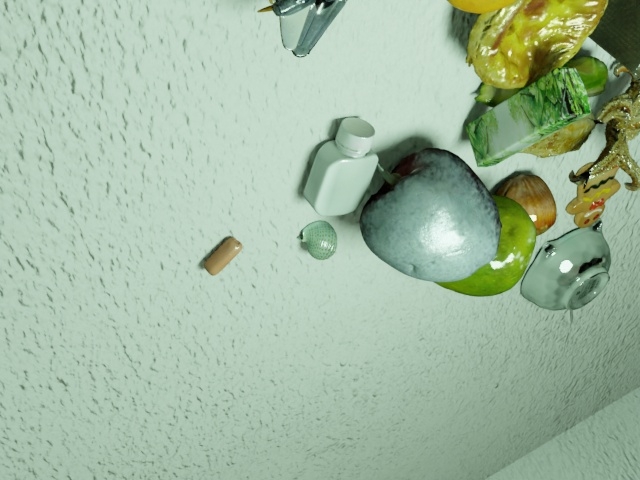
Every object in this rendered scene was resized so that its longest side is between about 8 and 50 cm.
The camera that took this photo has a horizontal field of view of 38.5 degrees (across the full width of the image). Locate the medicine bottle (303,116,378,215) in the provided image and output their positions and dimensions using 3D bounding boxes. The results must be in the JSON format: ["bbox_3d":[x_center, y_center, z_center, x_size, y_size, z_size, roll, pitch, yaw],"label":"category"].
[{"bbox_3d":[0.043,-0.134,1.686,0.119,0.069,0.183,-10,138,-32],"label":"medicine bottle"}]

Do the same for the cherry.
[{"bbox_3d":[0.209,-0.049,1.766,0.255,0.296,0.218,-53,-173,-32],"label":"cherry"}]

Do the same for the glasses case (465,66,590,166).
[{"bbox_3d":[0.387,-0.228,1.732,0.062,0.095,0.272,-7,169,-31],"label":"glasses case"}]

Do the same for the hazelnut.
[{"bbox_3d":[0.459,-0.076,2.082,0.150,0.150,0.150,-24,143,-19],"label":"hazelnut"}]

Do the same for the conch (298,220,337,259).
[{"bbox_3d":[0.003,0.002,1.823,0.085,0.057,0.076,19,104,-51],"label":"conch"}]

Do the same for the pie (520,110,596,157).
[{"bbox_3d":[0.491,-0.237,1.957,0.283,0.068,0.128,-8,133,-47],"label":"pie"}]

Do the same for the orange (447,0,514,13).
[{"bbox_3d":[0.255,-0.445,1.429,0.178,0.155,0.177,-5,132,-6],"label":"orange"}]

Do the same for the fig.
[{"bbox_3d":[0.300,-0.011,1.969,0.233,0.314,0.233,-59,165,-26],"label":"fig"}]

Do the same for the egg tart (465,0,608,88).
[{"bbox_3d":[0.373,-0.404,1.626,0.295,0.116,0.294,-23,147,-16],"label":"egg tart"}]

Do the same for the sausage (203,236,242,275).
[{"bbox_3d":[-0.181,0.029,1.706,0.083,0.034,0.034,-44,145,10],"label":"sausage"}]

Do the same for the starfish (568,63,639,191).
[{"bbox_3d":[0.648,-0.229,2.001,0.303,0.113,0.312,-56,141,-24],"label":"starfish"}]

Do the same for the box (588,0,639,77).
[{"bbox_3d":[0.681,-0.400,1.823,0.273,0.184,0.143,11,123,-41],"label":"box"}]

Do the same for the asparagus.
[{"bbox_3d":[0.458,-0.318,1.835,0.343,0.082,0.085,-11,-179,-29],"label":"asparagus"}]

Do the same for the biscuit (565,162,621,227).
[{"bbox_3d":[0.697,-0.116,2.316,0.166,0.036,0.250,-25,144,-16],"label":"biscuit"}]

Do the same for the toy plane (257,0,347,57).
[{"bbox_3d":[0.045,-0.415,1.334,0.316,0.103,0.204,-29,110,-18],"label":"toy plane"}]

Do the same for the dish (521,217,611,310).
[{"bbox_3d":[0.688,0.096,2.479,0.303,0.120,0.303,-24,145,-19],"label":"dish"}]
